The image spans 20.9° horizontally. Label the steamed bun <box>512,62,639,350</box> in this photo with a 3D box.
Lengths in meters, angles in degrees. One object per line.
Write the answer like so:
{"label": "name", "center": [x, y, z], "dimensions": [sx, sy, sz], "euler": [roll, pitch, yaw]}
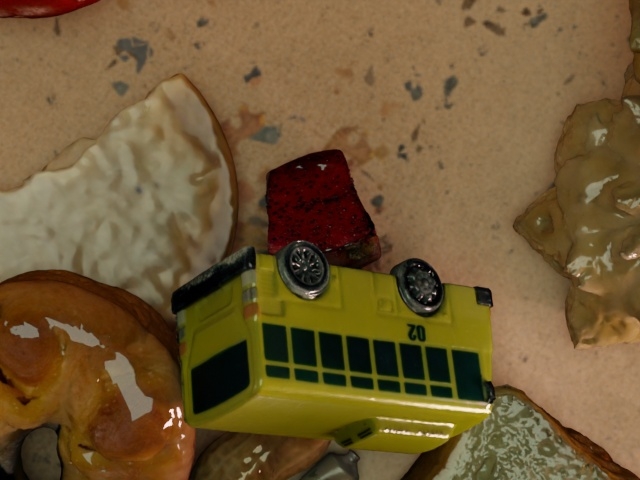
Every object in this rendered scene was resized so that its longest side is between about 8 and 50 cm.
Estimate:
{"label": "steamed bun", "center": [0.319, -0.017, 1.511], "dimensions": [0.295, 0.137, 0.292], "euler": [1, 92, 1]}

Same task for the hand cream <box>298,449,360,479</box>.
{"label": "hand cream", "center": [-0.023, 0.254, 1.575], "dimensions": [0.165, 0.037, 0.057], "euler": [-49, 122, 2]}

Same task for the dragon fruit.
{"label": "dragon fruit", "center": [0.000, 0.000, 1.542], "dimensions": [0.102, 0.147, 0.096], "euler": [-7, 131, 0]}

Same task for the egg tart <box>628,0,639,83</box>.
{"label": "egg tart", "center": [0.433, -0.154, 1.418], "dimensions": [0.388, 0.169, 0.388], "euler": [12, 56, -18]}

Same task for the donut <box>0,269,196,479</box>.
{"label": "donut", "center": [-0.248, 0.183, 1.501], "dimensions": [0.317, 0.150, 0.299], "euler": [-33, 100, 9]}

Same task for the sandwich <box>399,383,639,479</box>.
{"label": "sandwich", "center": [0.163, 0.273, 1.543], "dimensions": [0.226, 0.087, 0.251], "euler": [39, 92, 2]}

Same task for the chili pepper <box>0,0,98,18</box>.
{"label": "chili pepper", "center": [-0.244, -0.260, 1.531], "dimensions": [0.338, 0.131, 0.134], "euler": [3, 66, 6]}

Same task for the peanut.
{"label": "peanut", "center": [-0.053, 0.192, 1.552], "dimensions": [0.089, 0.089, 0.193], "euler": [44, 96, 1]}

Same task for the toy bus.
{"label": "toy bus", "center": [0.018, 0.097, 1.454], "dimensions": [0.262, 0.128, 0.150], "euler": [10, 64, -34]}

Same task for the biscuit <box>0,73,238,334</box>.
{"label": "biscuit", "center": [-0.198, 0.007, 1.576], "dimensions": [0.309, 0.040, 0.204], "euler": [-35, 89, 3]}
